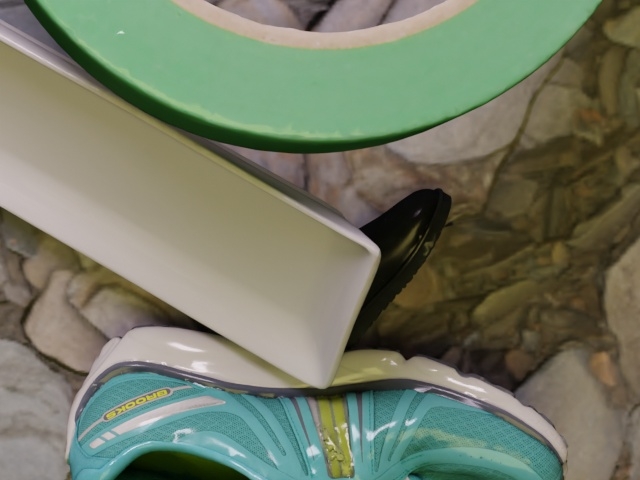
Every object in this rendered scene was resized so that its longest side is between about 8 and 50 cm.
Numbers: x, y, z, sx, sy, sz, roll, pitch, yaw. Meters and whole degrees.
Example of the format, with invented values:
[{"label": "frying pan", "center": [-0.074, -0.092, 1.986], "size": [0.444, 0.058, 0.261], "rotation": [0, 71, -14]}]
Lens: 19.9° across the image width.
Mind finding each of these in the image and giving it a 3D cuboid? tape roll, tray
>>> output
[{"label": "tape roll", "center": [-0.004, -0.202, 0.847], "size": [0.321, 0.077, 0.321], "rotation": [0, 88, -8]}, {"label": "tray", "center": [-0.094, -0.030, 0.939], "size": [0.270, 0.030, 0.145], "rotation": [30, 145, 8]}]

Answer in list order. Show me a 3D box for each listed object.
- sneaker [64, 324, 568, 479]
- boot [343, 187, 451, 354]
[{"label": "sneaker", "center": [-0.003, 0.127, 0.998], "size": [0.275, 0.110, 0.107], "rotation": [5, 134, 3]}, {"label": "boot", "center": [0.000, 0.000, 0.996], "size": [0.099, 0.045, 0.121], "rotation": [33, 113, -12]}]
